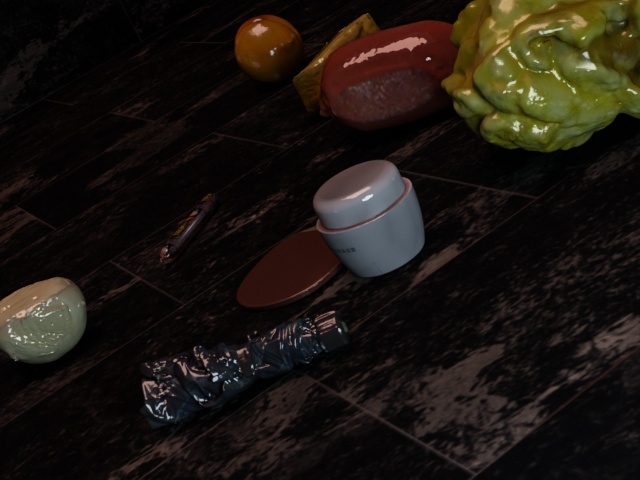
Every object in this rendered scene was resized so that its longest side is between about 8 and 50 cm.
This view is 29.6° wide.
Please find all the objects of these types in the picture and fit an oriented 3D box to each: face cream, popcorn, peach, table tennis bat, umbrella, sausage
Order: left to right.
[{"bbox_3d":[-0.188,-0.020,1.751,0.028,0.025,0.198,-13,24,28],"label":"sausage"},{"bbox_3d":[-0.079,0.124,1.226,0.224,0.071,0.080,-19,49,7],"label":"umbrella"},{"bbox_3d":[-0.101,-0.367,2.325,0.138,0.138,0.138,-24,21,10],"label":"peach"},{"bbox_3d":[0.000,0.000,1.484,0.154,0.021,0.274,-7,30,42],"label":"table tennis bat"},{"bbox_3d":[0.056,-0.025,1.356,0.117,0.104,0.117,-24,22,10],"label":"face cream"},{"bbox_3d":[0.109,-0.237,1.744,0.255,0.148,0.148,-16,24,26],"label":"sausage"},{"bbox_3d":[0.267,-0.213,1.389,0.250,0.235,0.242,-53,41,11],"label":"popcorn"}]

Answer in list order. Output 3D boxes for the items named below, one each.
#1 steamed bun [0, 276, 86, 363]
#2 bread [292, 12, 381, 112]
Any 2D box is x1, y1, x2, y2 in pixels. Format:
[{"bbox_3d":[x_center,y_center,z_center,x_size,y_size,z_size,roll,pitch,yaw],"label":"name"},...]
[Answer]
[{"bbox_3d":[-0.362,0.108,1.565,0.130,0.090,0.112,-32,25,-21],"label":"steamed bun"},{"bbox_3d":[0.037,-0.294,2.039,0.102,0.094,0.245,-24,18,35],"label":"bread"}]
